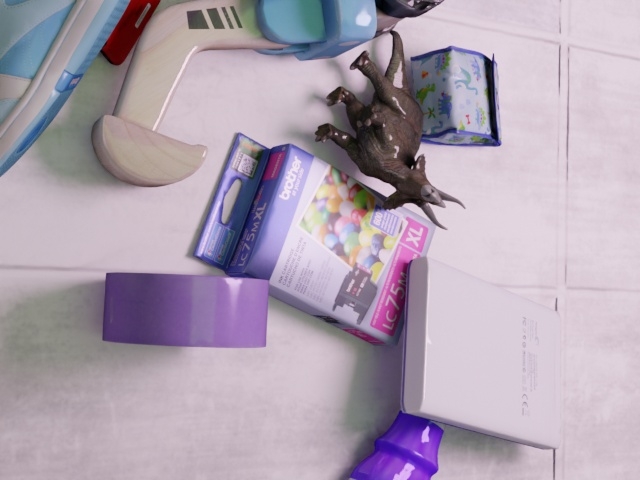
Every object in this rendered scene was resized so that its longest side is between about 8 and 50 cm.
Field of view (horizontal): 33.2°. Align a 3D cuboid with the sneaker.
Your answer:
[{"bbox_3d":[-0.357,-0.230,1.171,0.208,0.127,0.319,33,89,-10],"label":"sneaker"}]

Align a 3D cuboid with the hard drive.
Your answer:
[{"bbox_3d":[0.235,0.166,1.511,0.319,0.040,0.210,22,65,-41],"label":"hard drive"}]

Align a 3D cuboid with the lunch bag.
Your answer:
[{"bbox_3d":[0.209,-0.202,1.541,0.151,0.096,0.128,3,84,-47],"label":"lunch bag"}]

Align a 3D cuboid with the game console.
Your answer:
[{"bbox_3d":[-0.266,-0.304,1.291,0.144,0.085,0.124,-63,148,-17],"label":"game console"}]

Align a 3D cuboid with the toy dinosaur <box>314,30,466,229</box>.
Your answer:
[{"bbox_3d":[0.087,-0.152,1.451,0.160,0.121,0.313,39,33,-35],"label":"toy dinosaur"}]

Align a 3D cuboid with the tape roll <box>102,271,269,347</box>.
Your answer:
[{"bbox_3d":[-0.155,0.080,1.242,0.189,0.189,0.080,4,86,-32],"label":"tape roll"}]

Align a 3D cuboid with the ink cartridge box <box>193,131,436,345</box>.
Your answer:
[{"bbox_3d":[0.000,0.000,1.419,0.311,0.065,0.185,27,74,-26],"label":"ink cartridge box"}]

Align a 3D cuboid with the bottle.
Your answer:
[{"bbox_3d":[0.087,0.351,1.437,0.118,0.092,0.282,36,70,-31],"label":"bottle"}]

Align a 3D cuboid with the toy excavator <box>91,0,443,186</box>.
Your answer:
[{"bbox_3d":[-0.075,-0.298,1.324,0.446,0.222,0.432,-8,93,-18],"label":"toy excavator"}]
